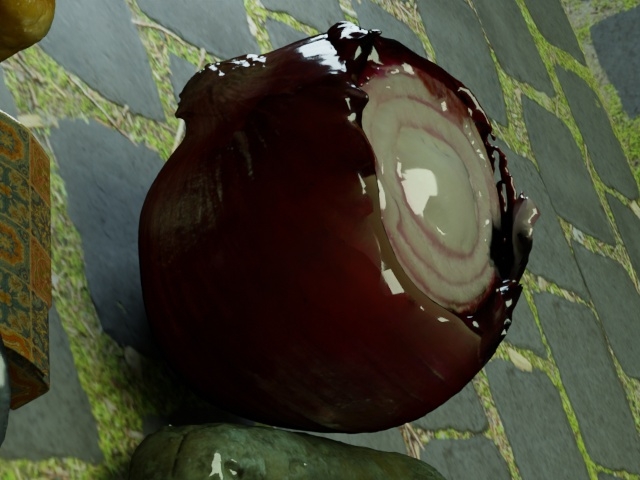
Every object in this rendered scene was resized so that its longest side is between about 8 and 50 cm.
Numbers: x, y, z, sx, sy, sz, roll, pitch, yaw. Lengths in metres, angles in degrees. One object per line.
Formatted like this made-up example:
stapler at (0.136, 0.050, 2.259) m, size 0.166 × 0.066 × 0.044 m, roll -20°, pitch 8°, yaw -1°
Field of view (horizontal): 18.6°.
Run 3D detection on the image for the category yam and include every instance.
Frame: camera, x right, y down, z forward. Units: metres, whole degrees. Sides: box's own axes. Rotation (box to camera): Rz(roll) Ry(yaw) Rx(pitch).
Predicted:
yam at (-0.022, 0.203, 1.485) m, size 0.330 × 0.133 × 0.133 m, roll 25°, pitch 42°, yaw -51°

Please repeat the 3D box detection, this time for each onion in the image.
onion at (0.006, 0.003, 1.556) m, size 0.341 × 0.341 × 0.341 m, roll 47°, pitch 26°, yaw -32°

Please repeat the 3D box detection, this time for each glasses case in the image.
glasses case at (-0.225, 0.008, 1.380) m, size 0.075 × 0.049 × 0.218 m, roll 40°, pitch 30°, yaw -41°

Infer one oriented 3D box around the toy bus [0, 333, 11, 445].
toy bus at (-0.298, 0.043, 0.920) m, size 0.209 × 0.249 × 0.440 m, roll 0°, pitch 59°, yaw -33°

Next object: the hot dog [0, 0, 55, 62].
hot dog at (-0.297, -0.239, 1.382) m, size 0.257 × 0.150 × 0.153 m, roll 70°, pitch 21°, yaw -6°
